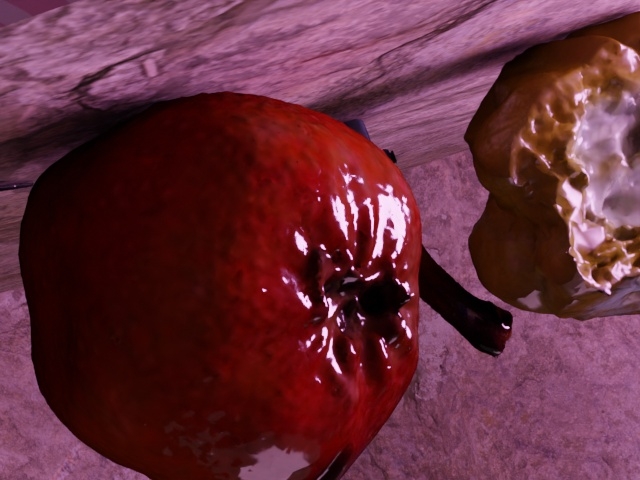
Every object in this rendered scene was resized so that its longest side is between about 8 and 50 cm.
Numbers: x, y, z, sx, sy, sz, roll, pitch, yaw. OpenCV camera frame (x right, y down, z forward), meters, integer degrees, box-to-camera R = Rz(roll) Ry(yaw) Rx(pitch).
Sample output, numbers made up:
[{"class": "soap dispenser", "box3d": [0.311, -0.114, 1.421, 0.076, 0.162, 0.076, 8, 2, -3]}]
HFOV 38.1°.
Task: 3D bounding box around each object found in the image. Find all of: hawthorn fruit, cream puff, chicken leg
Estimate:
[{"class": "hawthorn fruit", "box3d": [-0.080, 0.031, 0.632, 0.265, 0.265, 0.307, -17, -169, -41]}, {"class": "cream puff", "box3d": [0.289, -0.065, 0.880, 0.324, 0.269, 0.274, -9, 162, -3]}, {"class": "chicken leg", "box3d": [0.000, 0.000, 0.851, 0.407, 0.157, 0.096, 16, 172, -9]}]

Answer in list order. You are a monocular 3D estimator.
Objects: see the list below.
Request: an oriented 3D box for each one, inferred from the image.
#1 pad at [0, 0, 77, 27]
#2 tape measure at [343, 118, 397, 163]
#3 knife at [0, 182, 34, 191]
[{"class": "pad", "box3d": [-0.184, -0.058, 0.253, 0.300, 0.005, 0.202, -17, 180, 6]}, {"class": "tape measure", "box3d": [0.042, -0.038, 1.002, 0.107, 0.181, 0.182, -18, -156, 6]}, {"class": "knife", "box3d": [-0.264, -0.034, 0.679, 0.023, 0.010, 0.170, -10, -176, 22]}]
